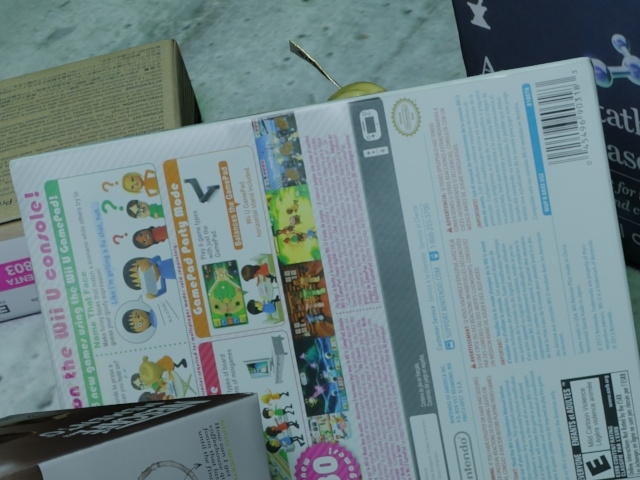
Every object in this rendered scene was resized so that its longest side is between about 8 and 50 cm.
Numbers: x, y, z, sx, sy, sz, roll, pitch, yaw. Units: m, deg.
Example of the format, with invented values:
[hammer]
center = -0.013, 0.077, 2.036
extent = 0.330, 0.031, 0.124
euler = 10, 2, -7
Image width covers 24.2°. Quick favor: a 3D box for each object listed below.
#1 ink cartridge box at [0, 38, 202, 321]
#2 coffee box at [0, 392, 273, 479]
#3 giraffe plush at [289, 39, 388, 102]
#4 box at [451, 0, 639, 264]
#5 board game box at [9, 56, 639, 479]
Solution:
[ink cartridge box]
center = -0.202, -0.040, 1.088
extent = 0.235, 0.088, 0.193
euler = -13, 39, 3
[coffee box]
center = -0.161, 0.151, 0.634
extent = 0.168, 0.118, 0.297
euler = -9, 0, 31
[giraffe plush]
center = 0.000, 0.000, 0.922
extent = 0.210, 0.181, 0.170
euler = 40, 86, 27
[box]
center = 0.240, -0.177, 0.846
extent = 0.212, 0.395, 0.293
euler = -38, 42, -25
[board game box]
center = 0.010, 0.036, 0.796
extent = 0.303, 0.224, 0.097
euler = -9, 7, 10
